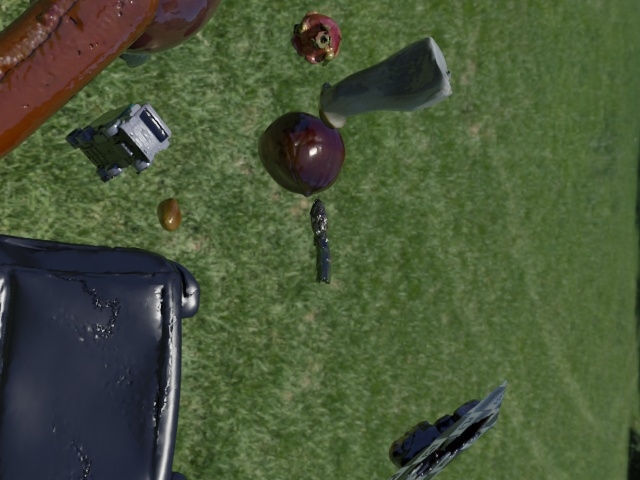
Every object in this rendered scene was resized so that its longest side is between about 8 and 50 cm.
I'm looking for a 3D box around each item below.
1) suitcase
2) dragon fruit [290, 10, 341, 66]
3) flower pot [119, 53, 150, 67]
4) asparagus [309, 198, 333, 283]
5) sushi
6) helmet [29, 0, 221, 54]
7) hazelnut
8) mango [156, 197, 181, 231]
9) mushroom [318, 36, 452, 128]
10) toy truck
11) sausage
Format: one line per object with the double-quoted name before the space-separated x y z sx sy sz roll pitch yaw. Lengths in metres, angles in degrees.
"suitcase" -0.322 0.174 0.759 0.340 0.188 0.344 5 79 -20
"dragon fruit" -0.006 -0.332 1.089 0.086 0.081 0.116 55 3 -7
"flower pot" -0.647 -0.672 2.201 0.157 0.189 0.243 -56 -167 2
"asparagus" 0.000 0.000 1.218 0.030 0.036 0.165 133 -46 -65
"sushi" 0.187 0.351 1.142 0.292 0.059 0.294 -37 151 -11
"helmet" -0.300 -0.453 1.166 0.230 0.385 0.337 44 22 -1
"hazelnut" -0.040 -0.217 1.695 0.229 0.230 0.229 -13 104 -62
"mango" -0.396 -0.065 1.733 0.114 0.061 0.080 -121 -162 -65
"mushroom" 0.131 -0.330 1.446 0.122 0.329 0.159 58 33 -27
"toy truck" -0.395 -0.195 1.284 0.114 0.253 0.124 53 54 -29
"sausage" -0.308 -0.187 0.714 0.330 0.102 0.102 -43 142 -5
